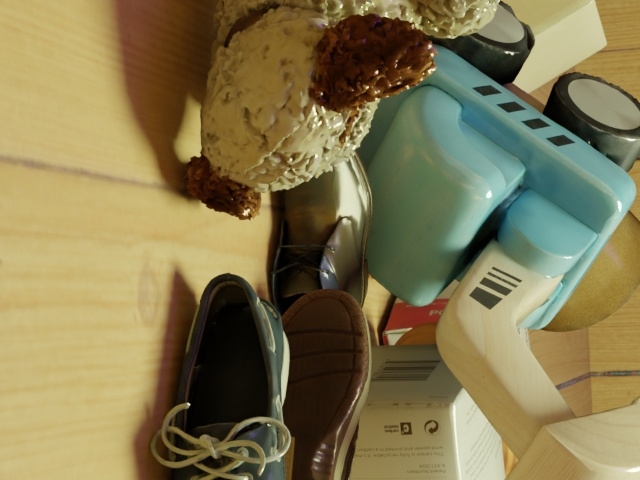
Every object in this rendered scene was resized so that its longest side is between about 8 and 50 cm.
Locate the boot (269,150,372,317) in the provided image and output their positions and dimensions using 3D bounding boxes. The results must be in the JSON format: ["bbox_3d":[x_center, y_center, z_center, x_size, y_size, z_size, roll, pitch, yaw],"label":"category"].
[{"bbox_3d":[0.000,0.000,1.281,0.106,0.082,0.219,-71,155,-57],"label":"boot"}]

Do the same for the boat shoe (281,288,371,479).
[{"bbox_3d":[-0.015,0.168,1.207,0.095,0.095,0.257,77,25,-61],"label":"boat shoe"}]

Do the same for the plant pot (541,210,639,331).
[{"bbox_3d":[0.331,-0.031,2.204,0.254,0.237,0.237,48,39,-42],"label":"plant pot"}]

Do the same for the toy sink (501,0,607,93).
[{"bbox_3d":[0.260,-0.290,2.071,0.131,0.234,0.153,61,8,24],"label":"toy sink"}]

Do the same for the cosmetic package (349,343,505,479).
[{"bbox_3d":[0.096,0.298,1.418,0.197,0.155,0.365,-35,121,-70],"label":"cosmetic package"}]

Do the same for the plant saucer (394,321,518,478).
[{"bbox_3d":[0.130,0.185,1.545,0.037,0.200,0.200,-18,107,-36],"label":"plant saucer"}]

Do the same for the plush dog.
[{"bbox_3d":[-0.016,-0.133,1.083,0.210,0.262,0.225,32,39,-19],"label":"plush dog"}]

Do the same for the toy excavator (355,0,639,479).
[{"bbox_3d":[0.153,0.017,1.343,0.445,0.433,0.222,-38,161,-51],"label":"toy excavator"}]

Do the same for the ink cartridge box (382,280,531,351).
[{"bbox_3d":[0.167,0.121,1.750,0.283,0.117,0.207,-63,146,-59],"label":"ink cartridge box"}]

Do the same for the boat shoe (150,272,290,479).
[{"bbox_3d":[-0.062,0.140,1.022,0.079,0.095,0.254,68,24,-51],"label":"boat shoe"}]
